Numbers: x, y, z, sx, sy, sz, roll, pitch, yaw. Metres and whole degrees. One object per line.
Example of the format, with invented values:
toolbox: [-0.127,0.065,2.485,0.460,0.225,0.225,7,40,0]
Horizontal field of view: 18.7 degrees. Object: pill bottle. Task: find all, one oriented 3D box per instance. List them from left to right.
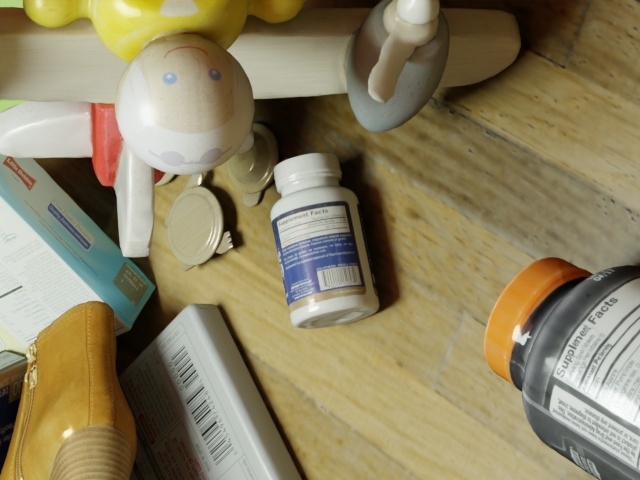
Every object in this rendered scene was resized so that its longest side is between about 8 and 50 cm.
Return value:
pill bottle: [0.000,0.000,1.430,0.067,0.067,0.120,-22,73,40]
pill bottle: [0.214,0.098,1.185,0.245,0.130,0.130,32,109,40]

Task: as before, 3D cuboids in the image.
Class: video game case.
video game case: [-0.112,0.267,1.543,0.300,0.036,0.329,-45,60,32]

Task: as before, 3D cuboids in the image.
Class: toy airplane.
toy airplane: [-0.110,-0.127,1.282,0.386,0.384,0.272,-35,41,17]

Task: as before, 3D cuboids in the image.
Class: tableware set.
tableware set: [-0.094,-0.070,1.553,0.141,0.020,0.169,-46,58,29]

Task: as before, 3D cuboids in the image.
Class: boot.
boot: [-0.220,0.201,1.562,0.295,0.104,0.211,-53,32,41]

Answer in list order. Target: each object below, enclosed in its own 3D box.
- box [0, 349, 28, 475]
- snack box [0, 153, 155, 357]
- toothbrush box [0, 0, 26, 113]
box: [-0.291,0.213,1.588,0.036,0.136,0.225,15,105,19]
snack box: [-0.312,0.042,1.649,0.322,0.187,0.060,-24,27,39]
toothbrush box: [-0.203,-0.224,1.581,0.206,0.122,0.283,-1,84,43]
